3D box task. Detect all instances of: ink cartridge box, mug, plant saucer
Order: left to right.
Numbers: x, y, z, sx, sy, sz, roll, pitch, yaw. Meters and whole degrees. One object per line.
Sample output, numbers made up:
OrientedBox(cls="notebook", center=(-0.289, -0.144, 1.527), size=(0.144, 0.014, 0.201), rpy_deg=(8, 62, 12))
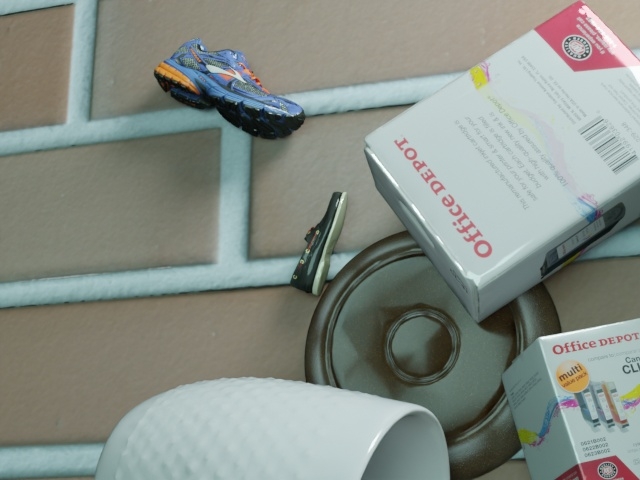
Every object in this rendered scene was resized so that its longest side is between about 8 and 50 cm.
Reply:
OrientedBox(cls="mug", center=(-0.064, 0.330, 1.342), size=(0.328, 0.276, 0.374), rpy_deg=(8, 106, 28))
OrientedBox(cls="plant saucer", center=(0.121, 0.126, 1.439), size=(0.311, 0.050, 0.310), rpy_deg=(-5, 73, 18))
OrientedBox(cls="ink cartridge box", center=(0.235, -0.090, 1.392), size=(0.306, 0.131, 0.226), rpy_deg=(-33, 66, -4))
OrientedBox(cls="ink cartridge box", center=(0.285, 0.189, 1.296), size=(0.128, 0.127, 0.176), rpy_deg=(-9, 67, -15))

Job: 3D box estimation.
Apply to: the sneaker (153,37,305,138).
OrientedBox(cls="sneaker", center=(-0.111, -0.204, 1.607), size=(0.221, 0.083, 0.087), rpy_deg=(26, 76, 21))

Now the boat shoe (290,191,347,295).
OrientedBox(cls="boat shoe", center=(0.000, 0.000, 1.518), size=(0.042, 0.049, 0.133), rpy_deg=(18, 84, 15))
